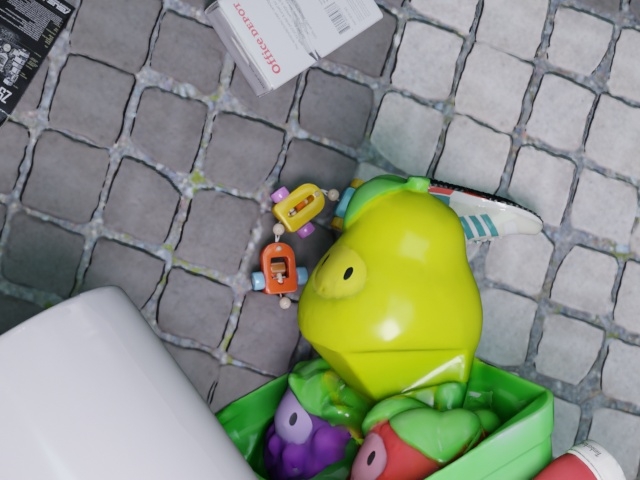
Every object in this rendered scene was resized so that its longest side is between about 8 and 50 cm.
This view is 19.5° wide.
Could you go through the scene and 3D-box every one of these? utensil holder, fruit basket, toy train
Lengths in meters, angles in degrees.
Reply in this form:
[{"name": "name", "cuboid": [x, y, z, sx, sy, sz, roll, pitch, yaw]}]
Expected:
[{"name": "utensil holder", "cuboid": [-0.201, 0.281, 1.677, 0.327, 0.327, 0.385, -33, 83, -18]}, {"name": "fruit basket", "cuboid": [0.049, 0.140, 1.777, 0.283, 0.392, 0.392, -29, 95, -19]}, {"name": "toy train", "cuboid": [0.000, 0.000, 1.945, 0.166, 0.046, 0.125, -10, 90, -16]}]

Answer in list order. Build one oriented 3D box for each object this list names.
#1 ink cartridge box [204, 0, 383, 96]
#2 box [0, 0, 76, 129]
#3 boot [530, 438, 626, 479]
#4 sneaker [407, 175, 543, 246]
[{"name": "ink cartridge box", "cuboid": [-0.029, -0.235, 1.942, 0.150, 0.063, 0.109, -35, 97, -18]}, {"name": "box", "cuboid": [-0.353, -0.207, 1.801, 0.180, 0.077, 0.147, 33, 59, -14]}, {"name": "boot", "cuboid": [0.210, 0.319, 1.678, 0.176, 0.088, 0.244, -30, 116, -18]}, {"name": "sneaker", "cuboid": [0.158, -0.016, 2.000, 0.161, 0.057, 0.075, 14, 98, -19]}]
